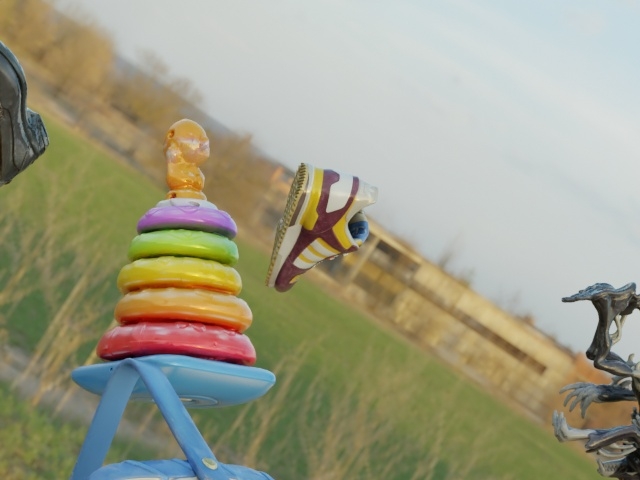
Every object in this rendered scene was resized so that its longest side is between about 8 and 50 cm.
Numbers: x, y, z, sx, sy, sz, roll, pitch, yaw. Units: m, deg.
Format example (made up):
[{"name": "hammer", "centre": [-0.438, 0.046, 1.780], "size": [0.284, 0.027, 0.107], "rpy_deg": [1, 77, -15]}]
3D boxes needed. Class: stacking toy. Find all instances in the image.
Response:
[{"name": "stacking toy", "centre": [-0.145, 0.018, 1.306], "size": [0.175, 0.302, 0.166], "rpy_deg": [-14, -20, 43]}]

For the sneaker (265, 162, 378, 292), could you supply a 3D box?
[{"name": "sneaker", "centre": [0.000, 0.000, 1.209], "size": [0.084, 0.069, 0.185], "rpy_deg": [13, -32, -5]}]

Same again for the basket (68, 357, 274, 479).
[{"name": "basket", "centre": [-0.137, 0.259, 0.966], "size": [0.201, 0.255, 0.289], "rpy_deg": [15, 15, -33]}]

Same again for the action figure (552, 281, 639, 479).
[{"name": "action figure", "centre": [0.344, 0.190, 1.479], "size": [0.141, 0.276, 0.164], "rpy_deg": [-12, 1, 13]}]

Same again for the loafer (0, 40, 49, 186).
[{"name": "loafer", "centre": [-0.261, -0.104, 0.965], "size": [0.062, 0.061, 0.170], "rpy_deg": [15, -31, 23]}]
